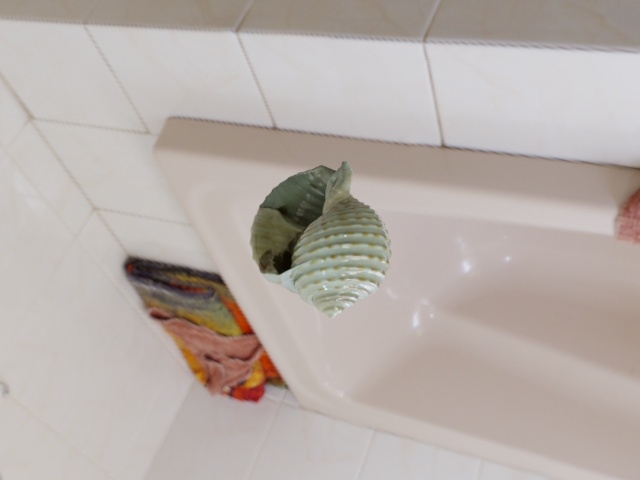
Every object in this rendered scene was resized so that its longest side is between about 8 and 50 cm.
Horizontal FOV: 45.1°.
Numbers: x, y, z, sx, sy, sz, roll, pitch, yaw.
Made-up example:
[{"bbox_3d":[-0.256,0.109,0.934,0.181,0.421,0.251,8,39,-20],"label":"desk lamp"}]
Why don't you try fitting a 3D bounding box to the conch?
[{"bbox_3d":[0.001,0.006,0.745,0.135,0.153,0.102,-6,129,7],"label":"conch"}]
